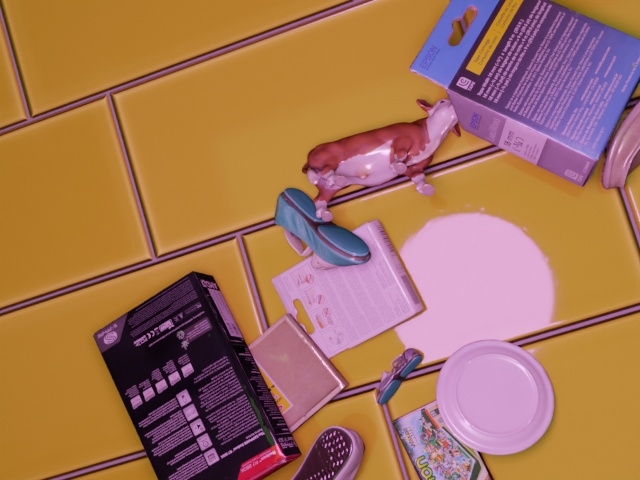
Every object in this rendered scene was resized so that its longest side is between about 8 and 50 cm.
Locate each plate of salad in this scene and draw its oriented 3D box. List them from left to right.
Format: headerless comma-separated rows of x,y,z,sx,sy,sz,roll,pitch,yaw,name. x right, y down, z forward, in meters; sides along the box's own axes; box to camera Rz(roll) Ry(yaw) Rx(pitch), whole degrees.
0.293,0.265,1.748,0.199,0.048,0.200,1,66,-1,plate of salad

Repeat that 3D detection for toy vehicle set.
-0.103,0.277,1.840,0.267,0.035,0.166,-41,79,10,toy vehicle set

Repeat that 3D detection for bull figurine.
0.112,-0.142,1.772,0.310,0.188,0.101,-18,120,18,bull figurine

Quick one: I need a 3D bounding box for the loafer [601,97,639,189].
0.554,-0.193,1.706,0.092,0.102,0.269,31,93,18,loafer

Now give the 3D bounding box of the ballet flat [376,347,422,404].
0.130,0.233,1.806,0.041,0.041,0.114,40,95,11,ballet flat

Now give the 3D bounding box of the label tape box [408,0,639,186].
0.343,-0.274,1.715,0.333,0.106,0.241,28,71,11,label tape box

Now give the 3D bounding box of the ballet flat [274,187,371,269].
0.000,0.000,1.787,0.247,0.083,0.087,42,123,42,ballet flat

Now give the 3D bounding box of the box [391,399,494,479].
0.219,0.380,1.775,0.114,0.036,0.207,-28,82,9,box

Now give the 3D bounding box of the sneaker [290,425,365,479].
-0.018,0.447,1.771,0.106,0.123,0.290,41,94,24,sneaker

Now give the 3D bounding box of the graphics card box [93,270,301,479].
-0.218,0.268,1.801,0.232,0.094,0.371,-33,74,13,graphics card box

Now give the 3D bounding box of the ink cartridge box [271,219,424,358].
0.047,0.094,1.831,0.224,0.056,0.181,-31,81,27,ink cartridge box
